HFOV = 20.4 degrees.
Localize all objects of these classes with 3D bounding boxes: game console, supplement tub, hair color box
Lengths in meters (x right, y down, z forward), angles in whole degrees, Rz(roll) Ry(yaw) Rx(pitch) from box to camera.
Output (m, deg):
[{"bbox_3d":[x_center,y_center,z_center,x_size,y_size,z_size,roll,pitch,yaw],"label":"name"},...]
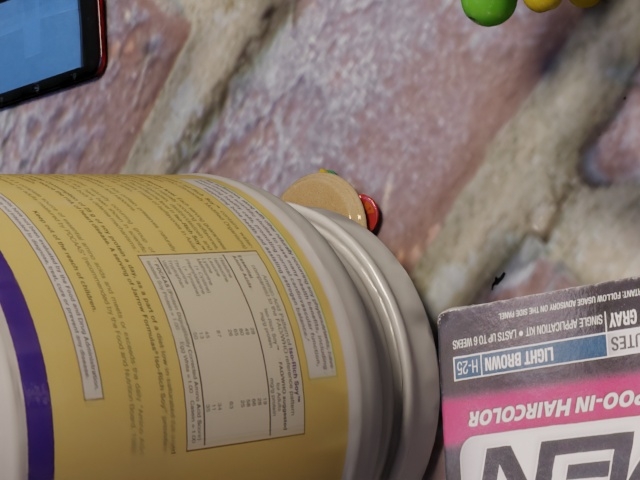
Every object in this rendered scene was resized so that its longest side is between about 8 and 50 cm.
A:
[{"bbox_3d":[-0.224,-0.170,1.246,0.144,0.124,0.085,-12,48,41],"label":"game console"},{"bbox_3d":[-0.120,0.085,0.913,0.241,0.331,0.241,2,92,43],"label":"supplement tub"},{"bbox_3d":[0.157,0.193,0.808,0.174,0.105,0.347,-14,74,42],"label":"hair color box"}]

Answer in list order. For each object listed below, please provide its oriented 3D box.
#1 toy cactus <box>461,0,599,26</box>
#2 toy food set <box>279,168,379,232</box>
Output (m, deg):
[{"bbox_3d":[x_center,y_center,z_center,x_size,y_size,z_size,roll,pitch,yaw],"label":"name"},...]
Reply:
[{"bbox_3d":[0.137,-0.196,0.854,0.219,0.180,0.112,-27,45,32],"label":"toy cactus"},{"bbox_3d":[0.000,0.000,1.046,0.082,0.020,0.083,-56,50,21],"label":"toy food set"}]
